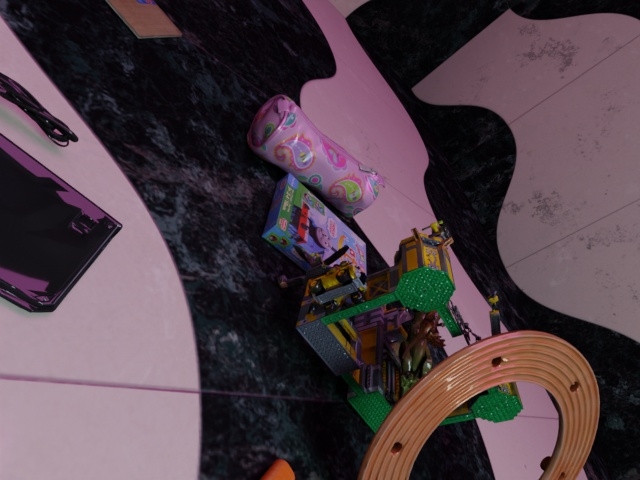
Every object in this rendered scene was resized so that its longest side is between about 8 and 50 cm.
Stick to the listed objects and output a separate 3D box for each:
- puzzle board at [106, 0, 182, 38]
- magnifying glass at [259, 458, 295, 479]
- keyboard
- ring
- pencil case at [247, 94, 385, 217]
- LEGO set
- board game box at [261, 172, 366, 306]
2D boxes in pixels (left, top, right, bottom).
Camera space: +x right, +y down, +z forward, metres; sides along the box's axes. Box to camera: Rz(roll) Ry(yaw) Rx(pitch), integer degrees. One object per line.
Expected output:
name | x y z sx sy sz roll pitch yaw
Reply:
puzzle board | -0.301 -0.381 0.722 0.096 0.011 0.128 48 28 -10
magnifying glass | -0.088 0.263 0.346 0.092 0.026 0.231 58 30 4
keyboard | -0.318 -0.094 0.364 0.317 0.033 0.202 43 37 -23
ring | 0.191 0.256 0.507 0.336 0.337 0.032 40 1 -26
pencil case | -0.002 -0.153 0.824 0.284 0.124 0.124 31 36 -36
LEGO set | 0.117 0.104 0.600 0.331 0.255 0.192 47 29 -22
board game box | 0.000 0.000 0.746 0.211 0.039 0.160 42 30 -25
